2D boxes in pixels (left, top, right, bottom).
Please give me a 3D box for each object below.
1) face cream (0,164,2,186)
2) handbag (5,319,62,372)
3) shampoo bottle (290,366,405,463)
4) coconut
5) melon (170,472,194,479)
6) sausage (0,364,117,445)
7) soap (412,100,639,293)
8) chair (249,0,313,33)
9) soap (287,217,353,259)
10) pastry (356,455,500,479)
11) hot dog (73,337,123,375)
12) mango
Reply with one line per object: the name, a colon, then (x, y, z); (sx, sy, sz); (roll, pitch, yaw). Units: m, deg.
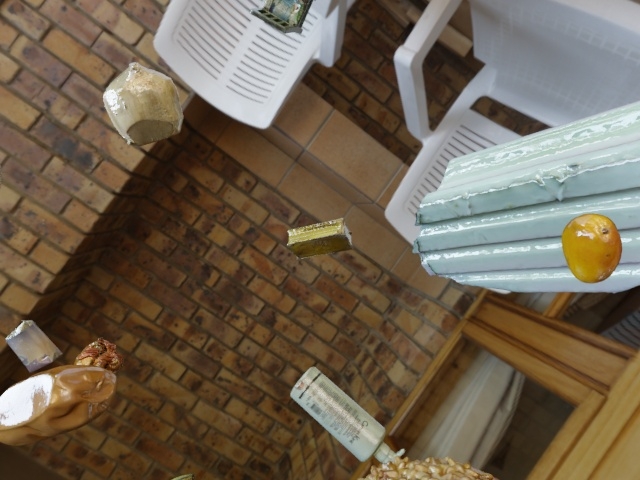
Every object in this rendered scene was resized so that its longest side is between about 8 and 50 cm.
face cream: (-0.421, -0.058, 0.353); (0.269, 0.082, 0.082); (1, 180, -3)
handbag: (-0.977, 0.350, 1.418); (0.173, 0.117, 0.095); (61, -167, -15)
shampoo bottle: (0.056, 0.392, 0.911); (0.262, 0.085, 0.085); (37, 179, 16)
coconut: (-0.442, -0.345, 1.051); (0.194, 0.194, 0.194); (36, 179, 1)
melon: (-0.366, 0.638, 0.998); (0.128, 0.160, 0.079); (16, 166, -34)
sausage: (-0.498, 0.303, 0.778); (0.136, 0.241, 0.120); (43, -151, -58)
soap: (0.363, -0.040, 0.708); (0.261, 0.156, 0.446); (46, 147, -24)
chair: (-0.116, -0.794, 1.399); (0.136, 0.147, 0.270); (28, -154, -3)
soap: (0.000, -0.002, 1.589); (0.135, 0.233, 0.076); (56, -155, -56)
pastry: (0.163, 0.524, 0.622); (0.245, 0.409, 0.409); (59, 167, -29)
hot dog: (-0.815, 0.442, 1.567); (0.158, 0.117, 0.349); (38, 162, -12)
mango: (0.285, 0.012, 0.442); (0.060, 0.046, 0.089); (-116, 1, -48)
